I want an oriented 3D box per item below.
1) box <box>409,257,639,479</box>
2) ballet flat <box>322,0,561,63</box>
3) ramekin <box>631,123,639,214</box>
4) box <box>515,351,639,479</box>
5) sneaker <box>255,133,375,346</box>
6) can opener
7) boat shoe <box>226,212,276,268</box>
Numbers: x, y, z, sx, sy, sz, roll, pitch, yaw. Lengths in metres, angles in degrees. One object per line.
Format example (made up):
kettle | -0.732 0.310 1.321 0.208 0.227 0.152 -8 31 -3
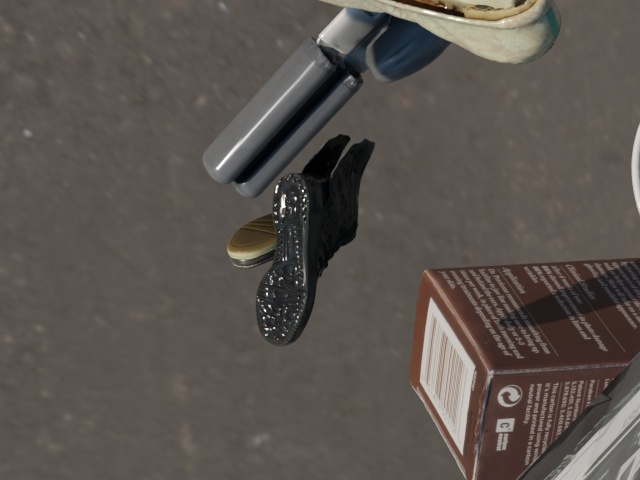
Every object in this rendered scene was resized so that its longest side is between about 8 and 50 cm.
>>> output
box | 0.294 0.117 1.823 0.381 0.191 0.143 -4 120 -15
ballet flat | 0.037 -0.134 0.915 0.168 0.052 0.057 21 71 14
ramekin | 0.356 -0.051 1.539 0.207 0.109 0.207 -1 84 14
box | 0.065 0.181 0.622 0.076 0.307 0.242 37 120 -4
sneaker | -0.002 0.000 1.566 0.051 0.089 0.170 13 101 33
can opener | 0.007 -0.143 1.762 0.280 0.074 0.093 -43 44 18
boat shoe | -0.024 -0.001 1.676 0.056 0.152 0.049 10 116 36
